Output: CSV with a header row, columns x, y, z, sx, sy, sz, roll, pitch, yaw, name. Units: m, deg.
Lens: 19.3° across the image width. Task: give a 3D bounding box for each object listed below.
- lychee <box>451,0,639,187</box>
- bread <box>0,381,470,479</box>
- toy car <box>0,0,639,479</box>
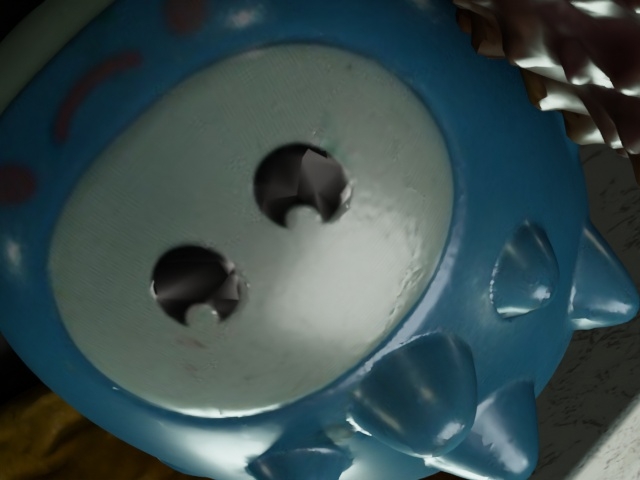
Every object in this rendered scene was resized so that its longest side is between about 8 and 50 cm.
x,y,z,sx,sy,sz,roll,pitch,yaw,name
0.138,-0.139,0.454,0.306,0.306,0.330,-33,159,-16,lychee
-0.041,0.130,0.786,0.270,0.142,0.195,-3,146,-45,bread
0.000,0.000,0.608,0.188,0.190,0.255,-42,153,6,toy car
